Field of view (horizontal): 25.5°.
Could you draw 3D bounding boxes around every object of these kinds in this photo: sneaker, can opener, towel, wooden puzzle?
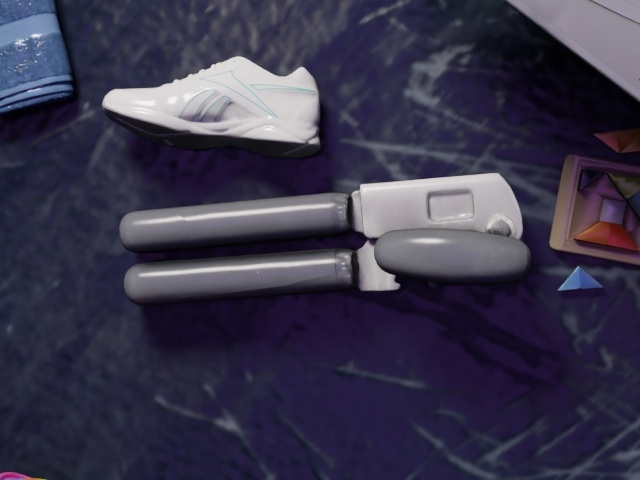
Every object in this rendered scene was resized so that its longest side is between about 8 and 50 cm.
[{"bbox_3d":[-0.073,-0.095,0.975,0.152,0.054,0.061,6,80,0],"label":"sneaker"},{"bbox_3d":[0.000,0.000,0.947,0.280,0.093,0.074,-4,89,10],"label":"can opener"},{"bbox_3d":[-0.217,-0.151,0.998,0.067,0.029,0.119,-15,87,4],"label":"towel"},{"bbox_3d":[0.197,-0.022,0.961,0.078,0.014,0.116,4,89,6],"label":"wooden puzzle"}]

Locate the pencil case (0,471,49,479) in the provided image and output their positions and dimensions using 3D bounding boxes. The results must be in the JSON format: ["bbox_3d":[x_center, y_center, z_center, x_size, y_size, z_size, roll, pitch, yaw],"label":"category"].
[{"bbox_3d":[-0.212,0.279,0.953,0.104,0.104,0.236,17,89,6],"label":"pencil case"}]

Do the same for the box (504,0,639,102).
[{"bbox_3d":[0.223,-0.206,0.855,0.262,0.127,0.231,35,103,-15],"label":"box"}]
